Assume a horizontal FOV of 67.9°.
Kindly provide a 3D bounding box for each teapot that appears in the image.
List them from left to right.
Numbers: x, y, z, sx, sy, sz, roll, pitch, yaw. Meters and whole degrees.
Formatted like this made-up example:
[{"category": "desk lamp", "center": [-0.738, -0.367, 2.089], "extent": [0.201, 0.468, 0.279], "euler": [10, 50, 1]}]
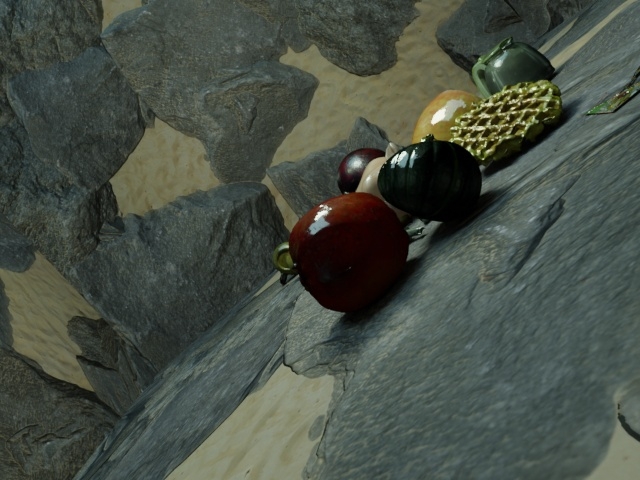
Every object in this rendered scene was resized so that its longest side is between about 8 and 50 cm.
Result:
[{"category": "teapot", "center": [-0.163, 0.105, 2.536], "extent": [0.182, 0.173, 0.269], "euler": [-28, -47, -80]}, {"category": "teapot", "center": [0.768, -0.690, 1.927], "extent": [0.239, 0.239, 0.321], "euler": [-38, 5, 17]}]

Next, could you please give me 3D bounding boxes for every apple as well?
[{"category": "apple", "center": [0.450, -0.337, 1.590], "extent": [0.309, 0.252, 0.313], "euler": [-162, 76, -84]}]

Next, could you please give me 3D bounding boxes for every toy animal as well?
[{"category": "toy animal", "center": [0.236, -0.184, 1.617], "extent": [0.269, 0.237, 0.326], "euler": [-40, 19, 34]}]

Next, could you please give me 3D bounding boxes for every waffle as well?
[{"category": "waffle", "center": [0.492, -0.319, 1.301], "extent": [0.325, 0.068, 0.302], "euler": [-31, 31, 29]}]

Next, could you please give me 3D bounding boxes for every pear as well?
[{"category": "pear", "center": [-0.087, 0.083, 2.278], "extent": [0.167, 0.136, 0.167], "euler": [-36, 6, 5]}]

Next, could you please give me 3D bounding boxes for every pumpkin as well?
[{"category": "pumpkin", "center": [0.258, -0.151, 1.137], "extent": [0.250, 0.216, 0.250], "euler": [0, -9, 0]}]

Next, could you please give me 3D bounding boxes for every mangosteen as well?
[{"category": "mangosteen", "center": [0.225, -0.273, 2.288], "extent": [0.306, 0.306, 0.359], "euler": [-32, 42, 60]}]

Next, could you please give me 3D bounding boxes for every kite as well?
[{"category": "kite", "center": [0.658, -0.329, 1.021], "extent": [0.244, 0.006, 0.198], "euler": [-45, 6, -31]}]

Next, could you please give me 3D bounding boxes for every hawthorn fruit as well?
[{"category": "hawthorn fruit", "center": [0.080, 0.014, 1.111], "extent": [0.307, 0.265, 0.265], "euler": [-34, 4, -12]}]

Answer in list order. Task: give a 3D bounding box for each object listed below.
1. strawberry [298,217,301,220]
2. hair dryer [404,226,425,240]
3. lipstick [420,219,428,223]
[{"category": "strawberry", "center": [0.000, 0.000, 2.142], "extent": [0.178, 0.233, 0.234], "euler": [-13, -14, -37]}, {"category": "hair dryer", "center": [0.195, -0.009, 1.386], "extent": [0.173, 0.107, 0.357], "euler": [-44, 15, -26]}, {"category": "lipstick", "center": [0.327, -0.094, 1.335], "extent": [0.116, 0.037, 0.037], "euler": [-37, 5, 2]}]
